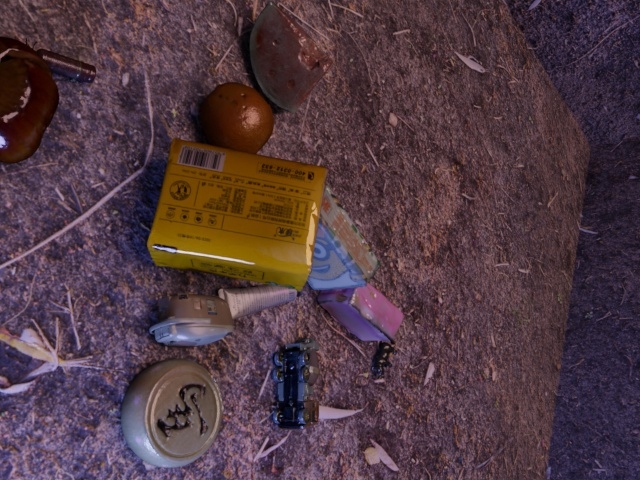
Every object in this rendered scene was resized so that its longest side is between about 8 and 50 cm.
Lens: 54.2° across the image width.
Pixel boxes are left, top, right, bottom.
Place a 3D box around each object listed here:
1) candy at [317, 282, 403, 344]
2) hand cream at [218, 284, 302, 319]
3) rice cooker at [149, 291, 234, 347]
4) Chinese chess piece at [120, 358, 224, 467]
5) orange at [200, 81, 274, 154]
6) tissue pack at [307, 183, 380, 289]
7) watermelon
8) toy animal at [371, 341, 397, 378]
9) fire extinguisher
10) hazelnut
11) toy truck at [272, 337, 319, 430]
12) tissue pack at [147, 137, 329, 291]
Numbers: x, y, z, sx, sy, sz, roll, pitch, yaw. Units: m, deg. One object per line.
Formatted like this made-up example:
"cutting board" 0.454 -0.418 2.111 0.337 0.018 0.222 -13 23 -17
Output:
"candy" 0.128 0.220 1.981 0.265 0.155 0.116 42 60 -34
"hand cream" -0.166 0.159 1.758 0.276 0.059 0.096 -8 91 -42
"rice cooker" -0.311 0.197 1.533 0.206 0.145 0.127 13 62 -41
"Chinese chess piece" -0.347 0.408 1.489 0.250 0.101 0.251 11 75 -46
"orange" -0.223 -0.322 1.675 0.206 0.206 0.206 9 77 -45
"tissue pack" 0.000 0.000 1.826 0.311 0.227 0.128 55 48 -25
"watermelon" -0.082 -0.546 1.854 0.148 0.225 0.319 -62 143 -66
"toy animal" 0.211 0.408 2.118 0.065 0.047 0.136 42 57 -28
"fire extinguisher" -0.589 -0.389 1.406 0.157 0.045 0.078 10 98 -46
"hazelnut" -0.627 -0.270 1.237 0.217 0.217 0.252 11 54 -45
"toy truck" -0.056 0.407 1.797 0.140 0.107 0.257 19 67 -58
"tissue pack" -0.195 -0.059 1.523 0.381 0.228 0.294 10 73 -4
